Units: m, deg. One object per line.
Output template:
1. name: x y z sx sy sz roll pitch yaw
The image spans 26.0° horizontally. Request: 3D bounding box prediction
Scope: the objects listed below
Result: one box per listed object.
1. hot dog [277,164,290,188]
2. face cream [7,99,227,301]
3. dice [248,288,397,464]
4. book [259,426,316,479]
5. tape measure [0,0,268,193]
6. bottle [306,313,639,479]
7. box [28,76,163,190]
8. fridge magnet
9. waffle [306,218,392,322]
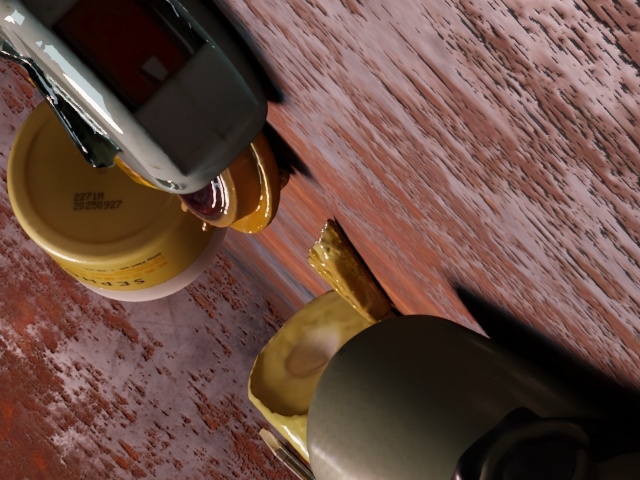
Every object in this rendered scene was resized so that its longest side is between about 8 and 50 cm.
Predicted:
1. hot dog: -0.062 -0.064 1.243 0.062 0.038 0.144 48 174 -15
2. face cream: -0.223 -0.056 1.560 0.218 0.218 0.179 44 173 15
3. dice: 0.041 0.165 1.439 0.169 0.169 0.166 49 174 -31
4. book: 0.009 0.265 1.432 0.182 0.014 0.127 45 174 -8
5. tape measure: -0.154 -0.138 0.970 0.246 0.125 0.243 48 174 -9
6. bottle: 0.123 0.159 0.880 0.168 0.168 0.347 48 170 -22
7. box: -0.205 -0.106 1.325 0.156 0.022 0.089 46 163 -31
8. fridge magnet: -0.087 -0.068 1.153 0.143 0.063 0.143 39 146 33
9. waffle: 0.000 0.000 1.321 0.125 0.032 0.191 44 173 37
